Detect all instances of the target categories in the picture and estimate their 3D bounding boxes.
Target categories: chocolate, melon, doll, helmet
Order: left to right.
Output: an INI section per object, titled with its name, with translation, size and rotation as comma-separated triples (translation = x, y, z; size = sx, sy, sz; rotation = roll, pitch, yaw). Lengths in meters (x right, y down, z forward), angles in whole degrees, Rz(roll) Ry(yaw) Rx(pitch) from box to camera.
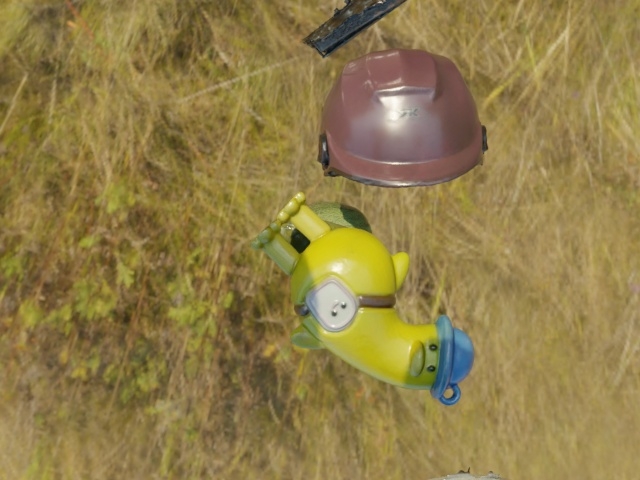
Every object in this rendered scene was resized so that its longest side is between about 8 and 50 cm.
[melon]
translation = 0.000, 0.000, 1.566
size = 0.192, 0.139, 0.139
rotation = -16, 138, 2
[doll]
translation = 0.061, 0.099, 1.184
size = 0.363, 0.145, 0.199
rotation = 45, 91, -2
[chocolate]
translation = 0.112, -0.487, 1.763
size = 0.329, 0.102, 0.065
rotation = -35, 128, -2
[helmet]
translation = 0.128, -0.208, 1.369
size = 0.270, 0.338, 0.197
rotation = -2, 104, 4

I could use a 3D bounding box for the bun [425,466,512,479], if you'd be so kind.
[bun]
translation = 0.165, 0.422, 1.058
size = 0.263, 0.175, 0.263
rotation = -5, 139, -5

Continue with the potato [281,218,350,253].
[potato]
translation = 0.004, 0.021, 1.335
size = 0.117, 0.090, 0.225
rotation = -47, 136, 9
